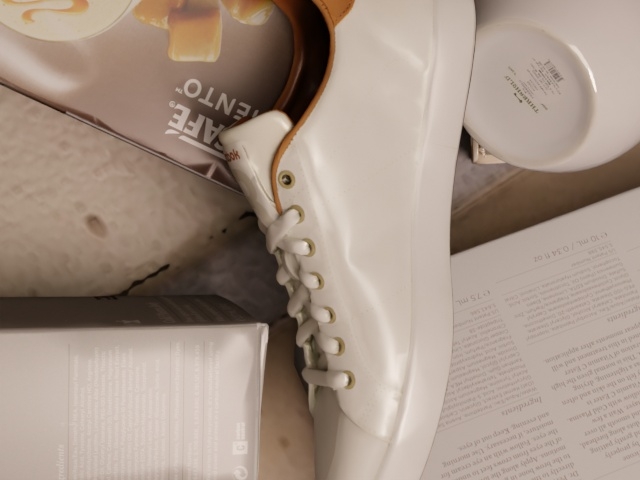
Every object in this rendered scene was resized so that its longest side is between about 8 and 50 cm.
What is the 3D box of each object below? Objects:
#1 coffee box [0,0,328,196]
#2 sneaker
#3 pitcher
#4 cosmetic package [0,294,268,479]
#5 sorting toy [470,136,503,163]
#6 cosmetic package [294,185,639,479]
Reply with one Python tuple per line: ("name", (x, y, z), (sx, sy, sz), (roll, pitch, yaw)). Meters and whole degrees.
("coffee box", (-0.103, -0.127, 0.847), (0.246, 0.098, 0.141), (26, 89, -16))
("sneaker", (0.000, 0.000, 0.790), (0.123, 0.106, 0.290), (6, 84, -20))
("pitcher", (0.135, -0.140, 0.876), (0.178, 0.125, 0.207), (47, 41, -1))
("cosmetic package", (-0.159, 0.084, 0.840), (0.238, 0.127, 0.107), (3, 95, -17))
("sorting toy", (0.122, -0.086, 0.945), (0.083, 0.045, 0.075), (-4, 89, -16))
("cosmetic package", (0.211, 0.115, 0.894), (0.377, 0.097, 0.284), (-19, 66, -12))
